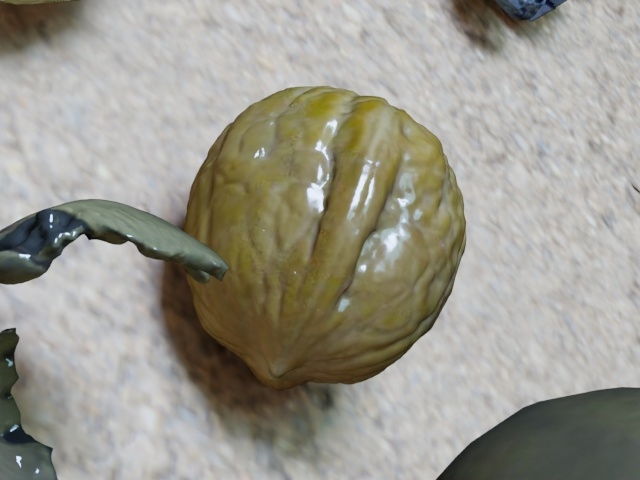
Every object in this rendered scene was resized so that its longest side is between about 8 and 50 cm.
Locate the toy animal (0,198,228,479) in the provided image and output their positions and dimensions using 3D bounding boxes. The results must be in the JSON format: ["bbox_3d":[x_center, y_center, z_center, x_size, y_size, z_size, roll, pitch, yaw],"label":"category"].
[{"bbox_3d":[-0.137,0.023,0.489,0.186,0.094,0.214,42,42,-8],"label":"toy animal"}]

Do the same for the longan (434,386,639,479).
[{"bbox_3d":[0.115,0.142,0.618,0.189,0.189,0.189,31,40,-30],"label":"longan"}]

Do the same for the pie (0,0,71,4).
[{"bbox_3d":[-0.174,-0.226,0.662,0.339,0.083,0.339,29,39,-27],"label":"pie"}]

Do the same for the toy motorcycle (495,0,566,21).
[{"bbox_3d":[0.104,-0.183,0.977,0.124,0.061,0.193,59,28,-2],"label":"toy motorcycle"}]

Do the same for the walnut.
[{"bbox_3d":[0.000,0.000,0.658,0.105,0.105,0.124,40,51,-20],"label":"walnut"}]
